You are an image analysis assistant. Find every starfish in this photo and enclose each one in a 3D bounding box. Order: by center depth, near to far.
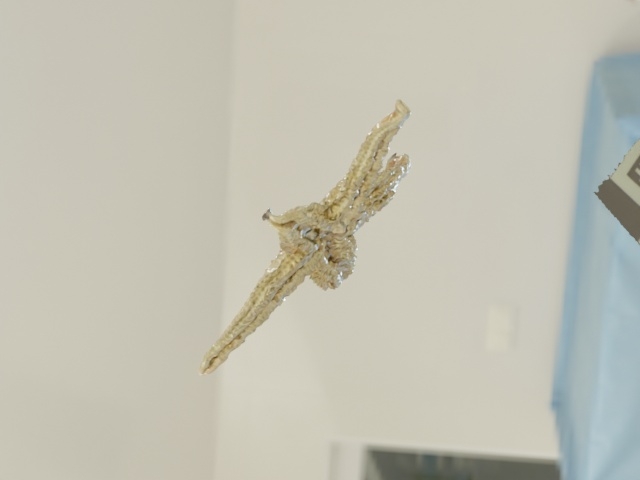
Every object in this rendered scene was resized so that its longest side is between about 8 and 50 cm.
[{"bbox_3d":[0.005,0.003,1.415,0.295,0.048,0.231,-55,-17,13],"label":"starfish"}]

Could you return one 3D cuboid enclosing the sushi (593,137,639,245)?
[{"bbox_3d":[0.314,-0.020,1.098,0.192,0.215,0.050,-48,10,-23],"label":"sushi"}]
